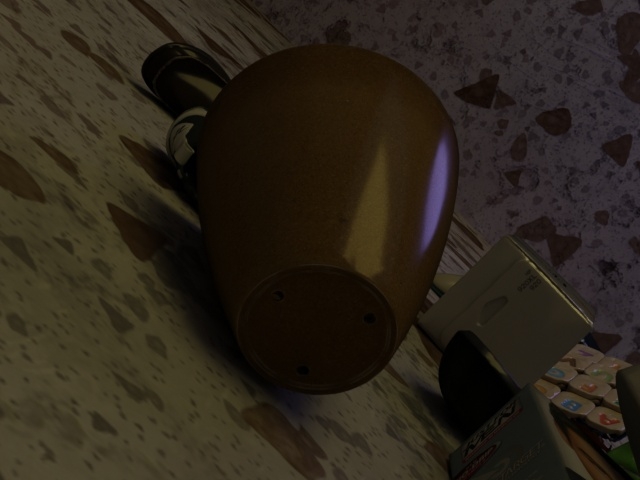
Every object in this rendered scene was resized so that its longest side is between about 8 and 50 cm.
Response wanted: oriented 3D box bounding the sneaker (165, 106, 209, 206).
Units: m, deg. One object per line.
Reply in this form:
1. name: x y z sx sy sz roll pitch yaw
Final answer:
1. sneaker: -0.054 -0.038 1.133 0.235 0.094 0.153 42 12 -12

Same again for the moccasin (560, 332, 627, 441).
1. moccasin: 0.428 0.194 1.995 0.342 0.138 0.117 49 15 27

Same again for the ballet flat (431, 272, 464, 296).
1. ballet flat: 0.287 0.113 1.911 0.248 0.086 0.086 40 11 -20

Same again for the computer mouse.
1. computer mouse: 0.199 0.202 1.265 0.272 0.072 0.188 52 0 -43

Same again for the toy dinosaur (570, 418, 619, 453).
1. toy dinosaur: 0.445 0.310 1.867 0.082 0.047 0.090 27 18 9

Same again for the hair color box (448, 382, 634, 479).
1. hair color box: 0.216 0.265 0.913 0.185 0.113 0.374 44 9 -6

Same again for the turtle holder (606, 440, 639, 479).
1. turtle holder: 0.522 0.328 1.515 0.243 0.227 0.320 39 14 23

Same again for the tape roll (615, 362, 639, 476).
1. tape roll: 0.382 0.300 1.098 0.392 0.072 0.392 -19 90 -84

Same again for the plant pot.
1. plant pot: 0.000 0.000 0.922 0.237 0.237 0.254 41 26 -20

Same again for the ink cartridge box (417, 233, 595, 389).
1. ink cartridge box: 0.264 0.107 1.582 0.168 0.171 0.232 46 11 10

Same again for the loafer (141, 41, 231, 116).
1. loafer: -0.122 -0.157 1.378 0.220 0.080 0.078 36 12 -39

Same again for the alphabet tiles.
1. alphabet tiles: 0.428 0.222 1.772 0.284 0.021 0.278 23 21 28
